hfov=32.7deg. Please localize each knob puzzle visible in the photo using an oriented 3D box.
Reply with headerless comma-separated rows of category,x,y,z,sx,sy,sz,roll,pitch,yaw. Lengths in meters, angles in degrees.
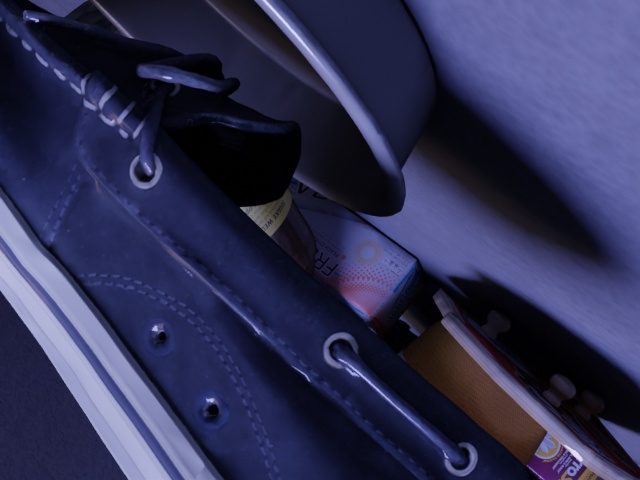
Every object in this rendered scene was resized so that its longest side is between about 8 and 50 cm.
knob puzzle,0.163,0.105,0.749,0.213,0.030,0.213,40,-172,-6

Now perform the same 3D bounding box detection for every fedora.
fedora,0.114,0.122,0.837,0.194,0.079,0.194,40,-172,-7

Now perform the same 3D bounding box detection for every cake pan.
cake pan,-0.056,-0.128,0.543,0.293,0.054,0.293,40,172,7

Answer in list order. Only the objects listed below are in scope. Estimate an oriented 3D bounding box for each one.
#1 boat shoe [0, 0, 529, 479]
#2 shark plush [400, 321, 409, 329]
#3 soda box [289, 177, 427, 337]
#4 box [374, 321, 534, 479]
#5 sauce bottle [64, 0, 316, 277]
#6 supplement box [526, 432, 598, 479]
boat shoe,-0.087,-0.025,0.533,0.500,0.156,0.187,52,178,7
shark plush,0.053,0.113,1.242,0.073,0.067,0.161,39,171,12
soda box,0.000,0.000,0.917,0.183,0.063,0.058,37,170,25
box,0.086,0.155,1.004,0.270,0.060,0.216,38,-166,-36
sauce bottle,-0.074,-0.019,0.798,0.111,0.111,0.344,28,153,59
supplement box,0.210,0.193,0.989,0.083,0.055,0.043,40,172,7
